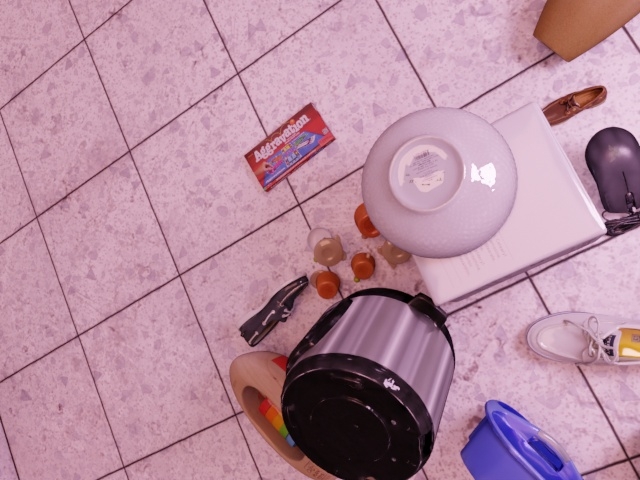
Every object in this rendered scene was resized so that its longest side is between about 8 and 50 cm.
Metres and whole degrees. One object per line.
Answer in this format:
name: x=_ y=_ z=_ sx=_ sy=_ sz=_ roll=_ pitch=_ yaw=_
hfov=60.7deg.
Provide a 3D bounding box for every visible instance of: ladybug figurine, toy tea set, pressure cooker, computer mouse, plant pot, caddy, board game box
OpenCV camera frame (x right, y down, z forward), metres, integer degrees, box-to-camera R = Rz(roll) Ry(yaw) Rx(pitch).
ladybug figurine: x=-0.075 y=0.488 z=1.572 sx=0.449 sy=0.161 sz=0.305 roll=45 pitch=139 yaw=16
toy tea set: x=0.096 y=0.027 z=1.605 sx=0.336 sy=0.124 sz=0.200 roll=-32 pitch=106 yaw=14
pressure cooker: x=0.135 y=0.328 z=1.349 sx=0.369 sy=0.420 sz=0.376 roll=-3 pitch=114 yaw=27
computer mouse: x=0.731 y=-0.142 z=1.302 sx=0.188 sy=0.072 sz=0.272 roll=-27 pitch=105 yaw=22
plant pot: x=0.661 y=-0.581 z=1.350 sx=0.237 sy=0.237 sz=0.254 roll=47 pitch=119 yaw=17
caddy: x=0.510 y=0.545 z=1.327 sx=0.341 sy=0.241 sz=0.179 roll=45 pitch=110 yaw=17
board game box: x=-0.101 y=-0.293 z=1.725 sx=0.281 sy=0.027 sz=0.145 roll=-36 pitch=74 yaw=16

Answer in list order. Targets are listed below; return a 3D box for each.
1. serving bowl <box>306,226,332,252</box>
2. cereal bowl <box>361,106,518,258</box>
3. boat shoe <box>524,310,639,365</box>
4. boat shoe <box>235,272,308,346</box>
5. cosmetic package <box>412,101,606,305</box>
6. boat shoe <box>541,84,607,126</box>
serving bowl: x=0.000 y=0.000 z=1.668 sx=0.083 sy=0.027 sz=0.084 roll=-1 pitch=87 yaw=21
cereal bowl: x=0.239 y=-0.129 z=1.170 sx=0.338 sy=0.141 sz=0.339 roll=-2 pitch=85 yaw=23
boat shoe: x=0.686 y=0.248 z=1.313 sx=0.366 sy=0.156 sz=0.136 roll=3 pitch=88 yaw=21
boat shoe: x=-0.132 y=0.213 z=1.672 sx=0.302 sy=0.114 sz=0.091 roll=-43 pitch=72 yaw=27
cosmetic package: x=0.418 y=-0.067 z=1.343 sx=0.393 sy=0.329 sz=0.328 roll=-28 pitch=76 yaw=19
boat shoe: x=0.647 y=-0.352 z=1.411 sx=0.177 sy=0.060 sz=0.064 roll=-23 pitch=79 yaw=19
